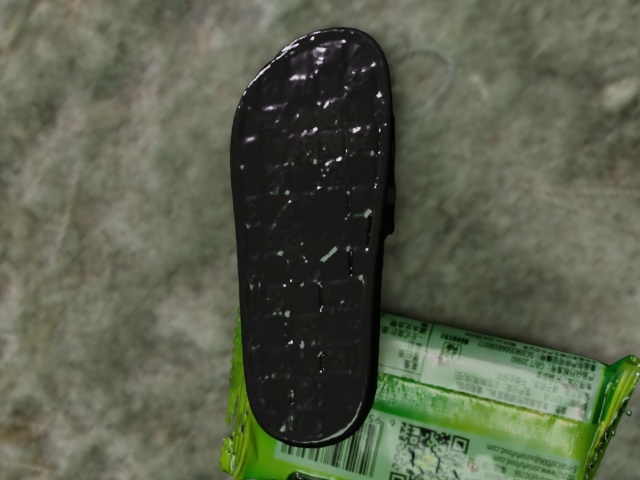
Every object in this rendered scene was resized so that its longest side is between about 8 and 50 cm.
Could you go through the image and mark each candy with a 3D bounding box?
[{"bbox_3d":[0.044,0.078,0.602,0.178,0.032,0.102,12,99,10],"label":"candy"}]

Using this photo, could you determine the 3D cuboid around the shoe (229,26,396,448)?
[{"bbox_3d":[0.000,0.000,0.584,0.071,0.049,0.179,-2,76,14],"label":"shoe"}]
